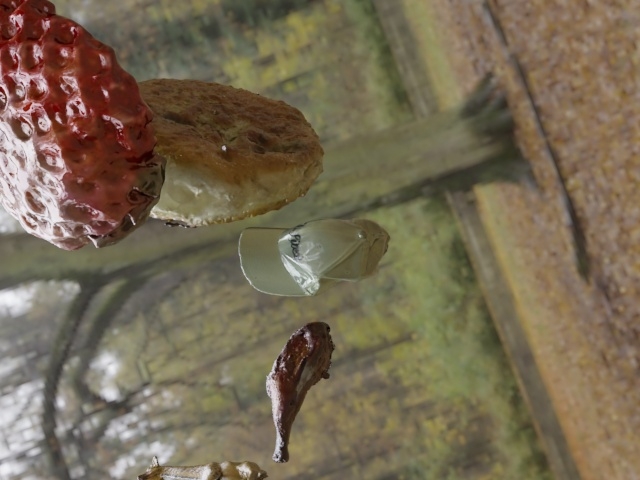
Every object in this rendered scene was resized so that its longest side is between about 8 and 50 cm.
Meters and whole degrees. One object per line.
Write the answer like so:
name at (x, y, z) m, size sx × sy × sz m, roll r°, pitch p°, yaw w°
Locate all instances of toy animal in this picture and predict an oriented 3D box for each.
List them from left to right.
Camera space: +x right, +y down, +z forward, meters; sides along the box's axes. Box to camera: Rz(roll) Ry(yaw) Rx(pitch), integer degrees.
toy animal at (-0.166, 0.356, 1.956) m, size 0.275 × 0.149 × 0.054 m, roll 12°, pitch 118°, yaw 61°

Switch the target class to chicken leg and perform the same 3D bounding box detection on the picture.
chicken leg at (-0.034, 0.209, 1.865) m, size 0.053 × 0.205 × 0.093 m, roll 16°, pitch 160°, yaw 48°

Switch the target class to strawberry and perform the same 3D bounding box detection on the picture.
strawberry at (-0.314, -0.135, 1.425) m, size 0.336 × 0.149 × 0.265 m, roll 52°, pitch 156°, yaw -3°

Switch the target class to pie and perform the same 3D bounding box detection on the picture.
pie at (-0.142, -0.125, 1.699) m, size 0.315 × 0.315 × 0.092 m, roll -106°, pitch 21°, yaw -57°

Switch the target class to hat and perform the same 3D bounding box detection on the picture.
hat at (-0.005, 0.003, 1.457) m, size 0.122 × 0.166 × 0.081 m, roll -82°, pitch -2°, yaw -46°
